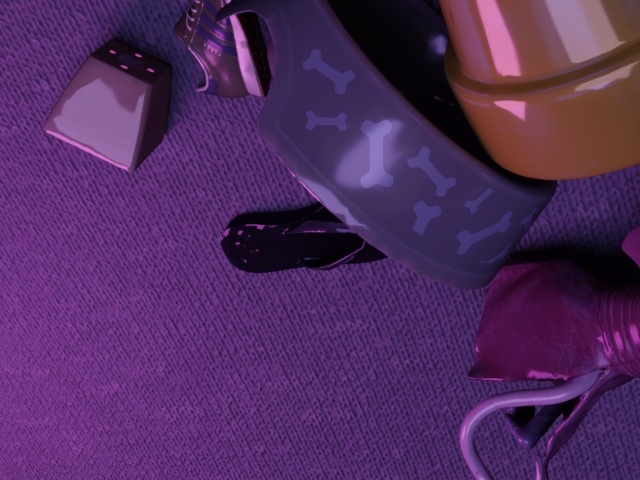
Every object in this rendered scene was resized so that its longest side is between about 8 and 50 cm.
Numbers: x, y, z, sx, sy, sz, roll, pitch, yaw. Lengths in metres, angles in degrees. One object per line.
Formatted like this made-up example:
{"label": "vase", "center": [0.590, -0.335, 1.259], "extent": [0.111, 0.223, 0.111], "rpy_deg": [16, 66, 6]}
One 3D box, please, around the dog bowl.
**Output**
{"label": "dog bowl", "center": [0.071, -0.123, 0.989], "extent": [0.349, 0.349, 0.102], "rpy_deg": [39, 116, -12]}

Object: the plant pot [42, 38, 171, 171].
{"label": "plant pot", "center": [-0.220, -0.155, 1.209], "extent": [0.109, 0.109, 0.096], "rpy_deg": [26, 116, -1]}

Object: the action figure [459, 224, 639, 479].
{"label": "action figure", "center": [0.309, 0.085, 1.112], "extent": [0.370, 0.276, 0.248], "rpy_deg": [-21, 111, 46]}

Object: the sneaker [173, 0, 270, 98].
{"label": "sneaker", "center": [-0.114, -0.227, 1.137], "extent": [0.086, 0.064, 0.192], "rpy_deg": [-3, 127, 15]}

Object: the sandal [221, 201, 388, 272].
{"label": "sandal", "center": [0.000, 0.001, 1.275], "extent": [0.254, 0.054, 0.097], "rpy_deg": [-14, 120, 27]}

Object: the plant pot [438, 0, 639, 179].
{"label": "plant pot", "center": [0.181, -0.213, 0.806], "extent": [0.254, 0.254, 0.239], "rpy_deg": [-19, 122, 29]}
